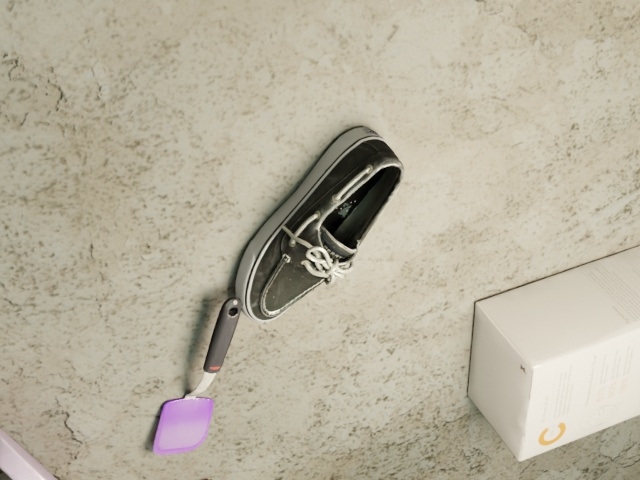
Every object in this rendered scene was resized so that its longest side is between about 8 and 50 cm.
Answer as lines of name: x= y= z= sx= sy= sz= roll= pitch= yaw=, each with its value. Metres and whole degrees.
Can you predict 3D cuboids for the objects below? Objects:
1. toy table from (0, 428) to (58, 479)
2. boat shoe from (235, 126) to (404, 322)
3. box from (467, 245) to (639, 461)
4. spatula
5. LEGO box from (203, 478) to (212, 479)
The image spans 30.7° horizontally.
toy table: x=-0.408 y=0.360 z=1.498 sx=0.161 sy=0.252 sz=0.274 roll=-47 pitch=125 yaw=-14
boat shoe: x=0.003 y=0.001 z=1.525 sx=0.113 sy=0.105 sz=0.306 roll=29 pitch=107 yaw=-42
box: x=0.430 y=0.174 z=1.864 sx=0.345 sy=0.168 sz=0.215 roll=-17 pitch=131 yaw=-19
spatula: x=-0.161 y=0.190 z=1.620 sx=0.084 sy=0.030 sz=0.296 roll=1 pitch=131 yaw=-31
LEGO box: x=-0.290 y=0.650 z=1.803 sx=0.373 sy=0.193 sz=0.500 roll=-18 pitch=131 yaw=-18
